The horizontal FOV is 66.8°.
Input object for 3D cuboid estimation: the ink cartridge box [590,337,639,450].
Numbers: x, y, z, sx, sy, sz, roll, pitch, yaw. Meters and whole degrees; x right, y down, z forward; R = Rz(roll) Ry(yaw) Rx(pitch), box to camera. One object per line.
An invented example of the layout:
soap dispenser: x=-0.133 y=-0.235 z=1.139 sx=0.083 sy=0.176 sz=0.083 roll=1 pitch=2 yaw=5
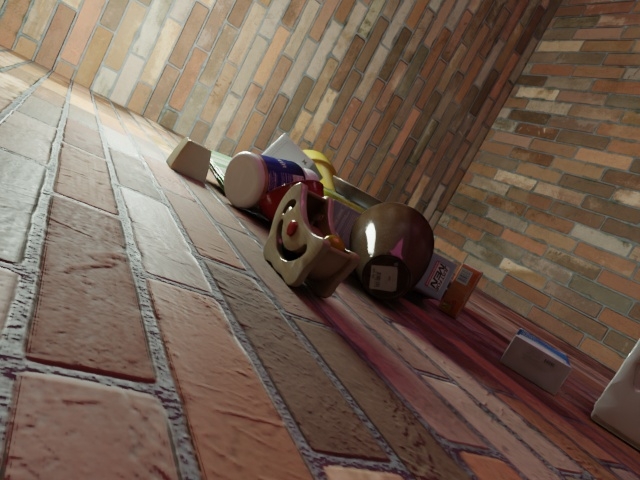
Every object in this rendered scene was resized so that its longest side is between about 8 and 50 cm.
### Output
ink cartridge box: x=0.779 y=0.315 z=1.098 sx=0.166 sy=0.286 sz=0.394 roll=33 pitch=9 yaw=35

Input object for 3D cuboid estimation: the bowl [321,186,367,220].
bowl: x=0.058 y=-0.067 z=1.623 sx=0.289 sy=0.156 sz=0.289 roll=28 pitch=7 yaw=-4

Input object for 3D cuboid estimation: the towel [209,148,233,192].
towel: x=-0.248 y=-0.189 z=1.551 sx=0.247 sy=0.038 sz=0.325 roll=15 pitch=23 yaw=-44

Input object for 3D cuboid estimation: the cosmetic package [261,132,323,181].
cosmetic package: x=-0.106 y=-0.235 z=1.647 sx=0.151 sy=0.151 sz=0.183 roll=47 pitch=1 yaw=13

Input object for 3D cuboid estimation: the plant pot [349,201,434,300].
plant pot: x=0.159 y=0.044 z=1.131 sx=0.215 sy=0.216 sz=0.230 roll=28 pitch=22 yaw=1

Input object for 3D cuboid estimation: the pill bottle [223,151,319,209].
pill bottle: x=-0.129 y=-0.157 z=1.377 sx=0.153 sy=0.153 sz=0.264 roll=33 pitch=19 yaw=35

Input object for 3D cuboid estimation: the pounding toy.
pounding toy: x=0.000 y=0.000 z=0.891 sx=0.154 sy=0.154 sz=0.269 roll=24 pitch=8 yaw=-31

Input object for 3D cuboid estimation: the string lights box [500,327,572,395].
string lights box: x=0.530 y=0.288 z=1.193 sx=0.133 sy=0.077 sz=0.259 roll=32 pitch=8 yaw=25

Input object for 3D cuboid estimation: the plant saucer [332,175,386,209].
plant saucer: x=0.169 y=-0.131 z=1.675 sx=0.310 sy=0.050 sz=0.310 roll=27 pitch=6 yaw=-3

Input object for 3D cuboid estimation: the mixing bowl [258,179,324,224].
mixing bowl: x=-0.063 y=-0.073 z=1.273 sx=0.181 sy=0.181 sz=0.098 roll=15 pitch=54 yaw=-63

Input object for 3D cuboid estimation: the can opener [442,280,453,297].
can opener: x=0.441 y=0.165 z=1.772 sx=0.095 sy=0.076 sz=0.283 roll=33 pitch=7 yaw=30

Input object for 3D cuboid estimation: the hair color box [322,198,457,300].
hair color box: x=0.171 y=0.033 z=1.366 sx=0.374 sy=0.114 sz=0.185 roll=29 pitch=-6 yaw=1

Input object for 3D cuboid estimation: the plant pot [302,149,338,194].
plant pot: x=-0.033 y=-0.184 z=1.861 sx=0.253 sy=0.254 sz=0.239 roll=24 pitch=23 yaw=-32

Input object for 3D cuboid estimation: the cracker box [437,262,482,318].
cracker box: x=0.439 y=0.152 z=1.513 sx=0.067 sy=0.156 sz=0.232 roll=30 pitch=6 yaw=19

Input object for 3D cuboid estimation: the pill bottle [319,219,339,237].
pill bottle: x=-0.021 y=-0.013 z=1.193 sx=0.086 sy=0.086 sz=0.152 roll=33 pitch=9 yaw=39

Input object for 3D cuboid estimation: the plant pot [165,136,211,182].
plant pot: x=-0.382 y=-0.245 z=1.441 sx=0.108 sy=0.096 sz=0.109 roll=24 pitch=7 yaw=-30
